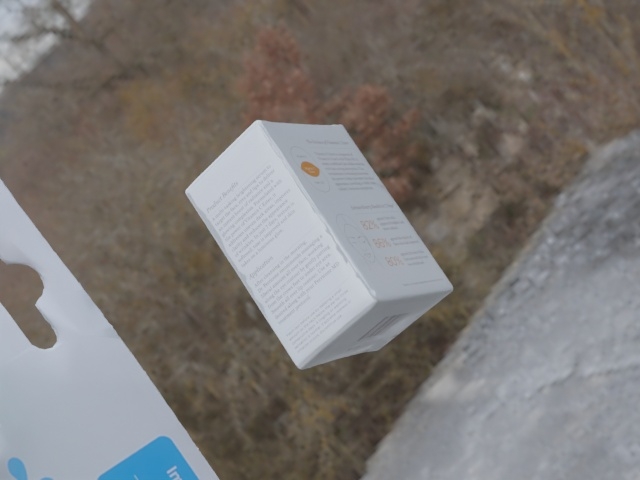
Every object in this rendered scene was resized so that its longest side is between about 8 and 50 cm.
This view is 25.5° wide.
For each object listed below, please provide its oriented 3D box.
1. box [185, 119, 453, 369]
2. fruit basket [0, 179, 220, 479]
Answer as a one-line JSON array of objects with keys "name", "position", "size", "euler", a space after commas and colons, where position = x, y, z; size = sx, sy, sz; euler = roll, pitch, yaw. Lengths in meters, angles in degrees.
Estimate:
[{"name": "box", "position": [0.000, 0.000, 1.104], "size": [0.091, 0.170, 0.130], "euler": [-42, -19, 26]}, {"name": "fruit basket", "position": [-0.227, 0.071, 0.482], "size": [0.353, 0.327, 0.165], "euler": [-31, -10, -32]}]
